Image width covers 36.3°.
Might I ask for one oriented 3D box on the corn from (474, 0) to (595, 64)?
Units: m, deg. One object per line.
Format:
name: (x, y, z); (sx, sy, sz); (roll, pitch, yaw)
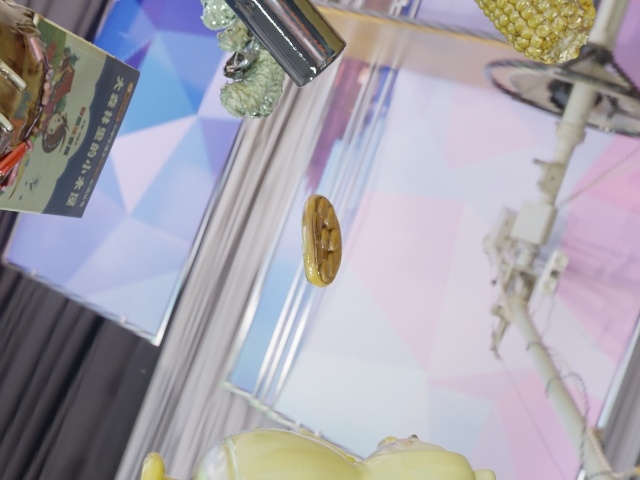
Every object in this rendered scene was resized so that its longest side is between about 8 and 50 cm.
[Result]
corn: (0.141, -0.283, 0.878); (0.293, 0.106, 0.106); (57, -177, 6)

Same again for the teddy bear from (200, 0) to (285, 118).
teddy bear: (-0.086, -0.258, 1.197); (0.111, 0.213, 0.133); (-15, -172, 12)

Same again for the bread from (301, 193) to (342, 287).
bread: (0.000, 0.000, 1.112); (0.024, 0.110, 0.110); (-5, 171, 18)

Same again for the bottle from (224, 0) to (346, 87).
bottle: (-0.073, -0.278, 1.039); (0.244, 0.072, 0.082); (48, -144, -11)

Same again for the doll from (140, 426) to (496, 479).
doll: (0.001, 0.200, 0.783); (0.296, 0.117, 0.141); (-5, 146, -20)

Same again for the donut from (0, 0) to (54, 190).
donut: (-0.364, -0.122, 0.894); (0.269, 0.270, 0.103); (19, 171, 36)

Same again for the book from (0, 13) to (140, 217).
book: (-0.326, -0.140, 1.223); (0.018, 0.228, 0.322); (25, -176, 10)
